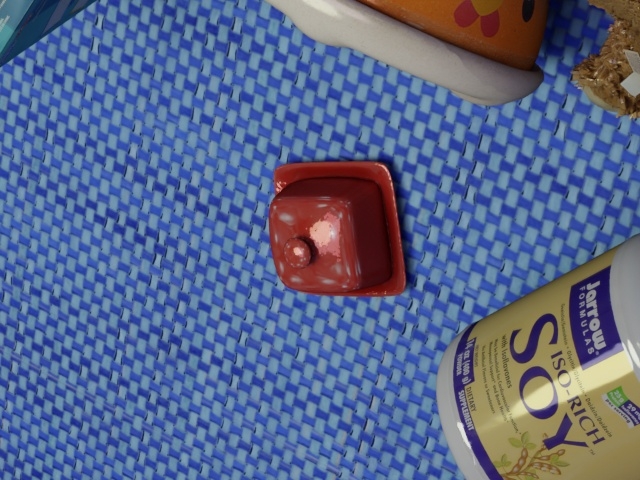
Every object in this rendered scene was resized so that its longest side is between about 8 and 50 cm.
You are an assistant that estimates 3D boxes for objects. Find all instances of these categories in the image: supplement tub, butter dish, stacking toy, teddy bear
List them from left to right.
[{"bbox_3d":[0.000,0.000,1.942,0.160,0.118,0.159,1,108,32],"label":"butter dish"},{"bbox_3d":[0.138,-0.401,1.642,0.351,0.351,0.479,30,105,20],"label":"stacking toy"},{"bbox_3d":[0.307,0.133,1.722,0.331,0.241,0.241,-32,88,36],"label":"supplement tub"},{"bbox_3d":[0.341,-0.196,1.609,0.245,0.113,0.338,30,154,29],"label":"teddy bear"}]

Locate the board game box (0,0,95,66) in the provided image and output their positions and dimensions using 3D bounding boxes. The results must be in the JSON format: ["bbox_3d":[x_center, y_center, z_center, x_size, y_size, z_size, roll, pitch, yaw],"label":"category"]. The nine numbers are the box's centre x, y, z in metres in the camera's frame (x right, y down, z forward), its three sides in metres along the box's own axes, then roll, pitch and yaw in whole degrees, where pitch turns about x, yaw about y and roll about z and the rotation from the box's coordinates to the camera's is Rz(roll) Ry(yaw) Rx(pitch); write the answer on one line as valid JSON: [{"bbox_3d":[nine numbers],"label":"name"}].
[{"bbox_3d":[-0.246,-0.337,1.838,0.079,0.336,0.254,40,124,-1],"label":"board game box"}]
